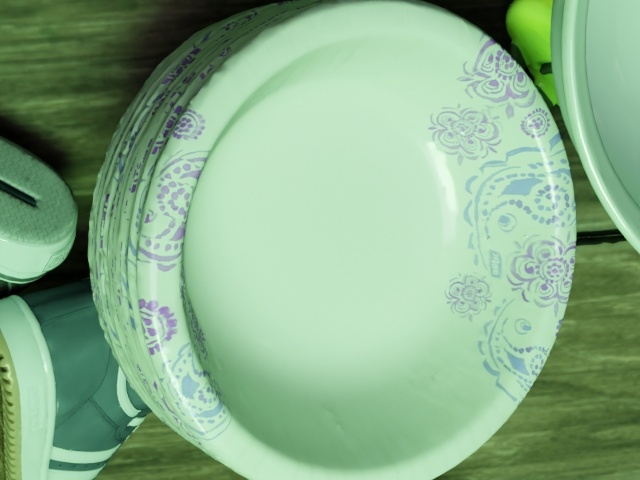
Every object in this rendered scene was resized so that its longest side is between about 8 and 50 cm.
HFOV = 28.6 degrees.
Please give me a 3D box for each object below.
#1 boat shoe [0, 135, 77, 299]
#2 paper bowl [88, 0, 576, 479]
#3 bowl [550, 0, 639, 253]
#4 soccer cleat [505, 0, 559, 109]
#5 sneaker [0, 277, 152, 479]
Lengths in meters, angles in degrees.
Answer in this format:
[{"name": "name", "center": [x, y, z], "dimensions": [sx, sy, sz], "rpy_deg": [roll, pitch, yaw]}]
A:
[{"name": "boat shoe", "center": [-0.312, -0.049, 0.735], "dimensions": [0.335, 0.121, 0.119], "rpy_deg": [33, 123, -17]}, {"name": "paper bowl", "center": [0.000, 0.000, 0.747], "dimensions": [0.284, 0.148, 0.284], "rpy_deg": [-5, 100, -30]}, {"name": "bowl", "center": [0.242, -0.115, 0.678], "dimensions": [0.298, 0.134, 0.298], "rpy_deg": [-3, 104, -13]}, {"name": "soccer cleat", "center": [0.245, -0.098, 0.808], "dimensions": [0.289, 0.093, 0.121], "rpy_deg": [29, 84, -17]}, {"name": "sneaker", "center": [-0.160, 0.119, 0.871], "dimensions": [0.153, 0.099, 0.282], "rpy_deg": [-21, 151, -28]}]
